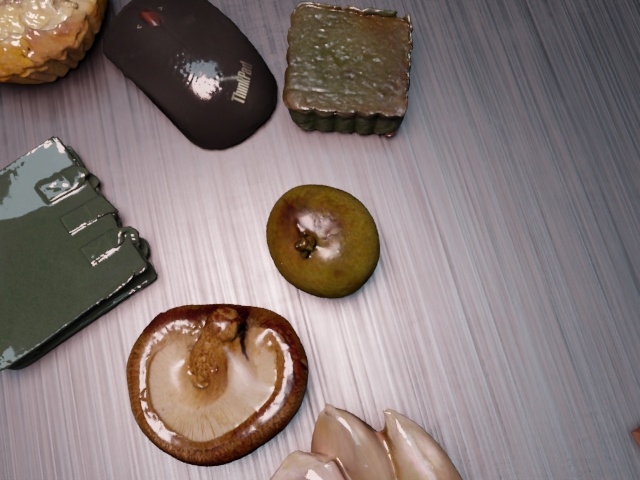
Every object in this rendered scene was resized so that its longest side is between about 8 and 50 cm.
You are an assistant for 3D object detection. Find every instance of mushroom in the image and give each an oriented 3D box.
[{"bbox_3d":[-0.127,0.175,0.716,0.231,0.138,0.194,9,90,14],"label":"mushroom"}]

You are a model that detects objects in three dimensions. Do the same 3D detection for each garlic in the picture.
[{"bbox_3d":[0.050,0.358,0.663,0.279,0.132,0.325,-33,81,-8],"label":"garlic"}]

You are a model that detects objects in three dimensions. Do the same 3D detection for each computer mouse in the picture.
[{"bbox_3d":[-0.192,-0.265,0.832,0.269,0.100,0.170,43,78,9],"label":"computer mouse"}]

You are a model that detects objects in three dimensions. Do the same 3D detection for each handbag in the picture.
[{"bbox_3d":[-0.392,0.016,0.776,0.260,0.079,0.247,-36,79,-9],"label":"handbag"}]

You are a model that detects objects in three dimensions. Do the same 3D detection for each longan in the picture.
[{"bbox_3d":[0.000,0.000,0.732,0.154,0.176,0.145,16,92,19],"label":"longan"}]

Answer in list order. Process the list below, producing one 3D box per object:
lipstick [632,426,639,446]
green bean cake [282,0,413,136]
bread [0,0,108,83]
[{"bbox_3d":[0.488,0.236,0.736,0.145,0.045,0.045,-28,79,-6],"label":"lipstick"},{"bbox_3d":[0.040,-0.248,0.829,0.181,0.094,0.173,3,77,0],"label":"green bean cake"},{"bbox_3d":[-0.439,-0.343,0.827,0.274,0.149,0.274,-2,73,5],"label":"bread"}]
